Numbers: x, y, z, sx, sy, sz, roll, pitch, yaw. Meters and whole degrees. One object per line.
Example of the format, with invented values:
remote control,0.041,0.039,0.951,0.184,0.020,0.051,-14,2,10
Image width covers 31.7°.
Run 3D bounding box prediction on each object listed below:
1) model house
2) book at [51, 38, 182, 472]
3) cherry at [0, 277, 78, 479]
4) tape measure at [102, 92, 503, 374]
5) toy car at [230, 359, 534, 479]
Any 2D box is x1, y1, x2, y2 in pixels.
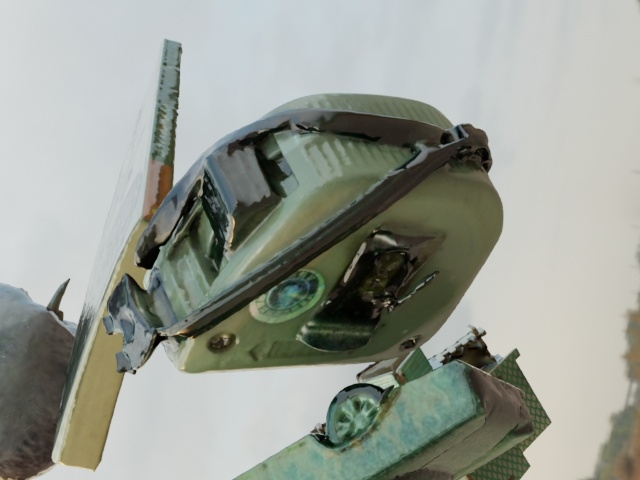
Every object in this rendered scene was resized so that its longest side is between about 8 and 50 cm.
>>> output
model house,0.128,0.217,1.273,0.178,0.271,0.206,61,177,-9
book,-0.180,-0.005,1.045,0.371,0.043,0.260,-99,27,-59
cherry,-0.413,0.184,1.529,0.255,0.218,0.296,34,-109,-26
tape measure,0.000,0.000,0.732,0.235,0.115,0.207,0,-43,-32
toy car,-0.008,0.187,0.775,0.141,0.321,0.097,30,-150,-61
